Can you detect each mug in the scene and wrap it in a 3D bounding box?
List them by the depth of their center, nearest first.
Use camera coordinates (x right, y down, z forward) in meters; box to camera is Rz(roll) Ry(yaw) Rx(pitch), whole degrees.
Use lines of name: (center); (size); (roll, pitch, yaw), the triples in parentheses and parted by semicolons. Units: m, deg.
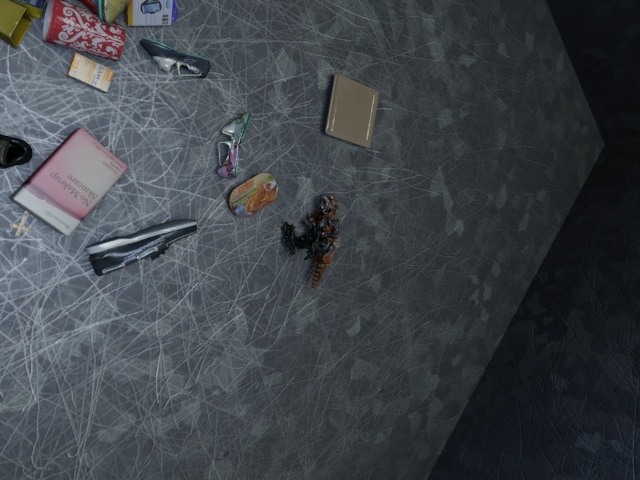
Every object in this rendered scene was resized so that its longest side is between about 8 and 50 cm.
mug: (-0.587, -0.543, 1.163); (0.169, 0.113, 0.150); (9, 98, -39)

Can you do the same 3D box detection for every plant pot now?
plant pot: (-0.742, -0.517, 1.081); (0.083, 0.081, 0.081); (26, 81, -22)

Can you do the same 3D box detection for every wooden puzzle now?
wooden puzzle: (0.116, -0.473, 1.709); (0.239, 0.044, 0.221); (10, 90, -40)

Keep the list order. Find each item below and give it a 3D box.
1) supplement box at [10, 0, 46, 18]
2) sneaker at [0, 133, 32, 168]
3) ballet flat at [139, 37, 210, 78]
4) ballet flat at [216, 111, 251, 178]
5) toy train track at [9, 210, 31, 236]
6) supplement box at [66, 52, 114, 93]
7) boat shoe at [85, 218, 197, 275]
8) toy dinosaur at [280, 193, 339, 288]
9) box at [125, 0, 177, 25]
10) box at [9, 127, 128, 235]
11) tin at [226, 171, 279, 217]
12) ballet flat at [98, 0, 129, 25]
supplement box: (-0.672, -0.727, 1.029); (0.195, 0.194, 0.356); (16, 86, -36)
sneaker: (-0.788, -0.203, 1.056); (0.228, 0.130, 0.087); (-7, 98, -32)
ballet flat: (-0.411, -0.509, 1.317); (0.203, 0.074, 0.074); (6, 92, -37)
ballet flat: (-0.276, -0.303, 1.441); (0.079, 0.077, 0.221); (14, 88, -16)
toy train track: (-0.750, -0.049, 1.170); (0.048, 0.014, 0.083); (24, 82, -35)
supplement box: (-0.601, -0.436, 1.212); (0.098, 0.036, 0.062); (20, 85, -35)
boat shoe: (-0.489, 0.014, 1.308); (0.303, 0.114, 0.091); (-17, 105, -20)
toy dinosaur: (0.000, 0.000, 1.627); (0.218, 0.164, 0.321); (3, 72, -51)
box: (-0.460, -0.630, 1.263); (0.136, 0.081, 0.028); (-19, 62, -33)
box: (-0.630, -0.146, 1.167); (0.148, 0.127, 0.232); (44, 68, -31)
tin: (-0.221, -0.150, 1.514); (0.190, 0.040, 0.106); (-36, 119, -26)
ballet flat: (-0.498, -0.703, 1.157); (0.123, 0.123, 0.348); (0, 77, -35)
